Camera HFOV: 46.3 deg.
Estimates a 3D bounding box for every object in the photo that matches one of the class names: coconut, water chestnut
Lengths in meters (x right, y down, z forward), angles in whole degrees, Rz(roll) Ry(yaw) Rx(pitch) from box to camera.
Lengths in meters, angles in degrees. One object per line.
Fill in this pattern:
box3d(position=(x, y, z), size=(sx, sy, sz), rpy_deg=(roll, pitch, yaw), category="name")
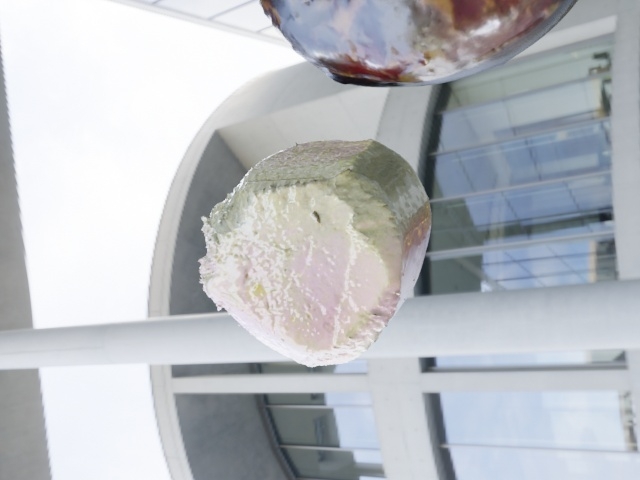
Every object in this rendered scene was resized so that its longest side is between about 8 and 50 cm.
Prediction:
box3d(position=(0.000, 0.000, 0.803), size=(0.245, 0.233, 0.233), rpy_deg=(-45, -59, -71), category="coconut")
box3d(position=(0.075, -0.266, 0.591), size=(0.300, 0.300, 0.300), rpy_deg=(15, -109, -52), category="water chestnut")
